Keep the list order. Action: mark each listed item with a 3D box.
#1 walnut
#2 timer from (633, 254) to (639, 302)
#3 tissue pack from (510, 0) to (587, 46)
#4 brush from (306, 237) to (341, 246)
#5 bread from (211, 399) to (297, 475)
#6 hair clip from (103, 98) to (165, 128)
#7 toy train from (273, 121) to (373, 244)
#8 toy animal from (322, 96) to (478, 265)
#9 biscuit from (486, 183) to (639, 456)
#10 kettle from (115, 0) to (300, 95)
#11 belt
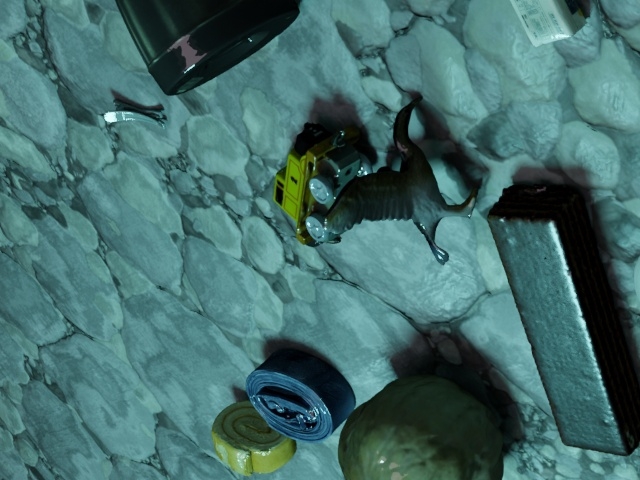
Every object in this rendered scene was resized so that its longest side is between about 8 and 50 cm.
[{"bbox_3d":[0.144,0.320,1.898,0.248,0.248,0.248,27,139,26],"label":"walnut"},{"bbox_3d":[0.487,0.090,1.447,0.237,0.087,0.262,-11,116,50],"label":"timer"},{"bbox_3d":[0.244,-0.258,1.410,0.062,0.042,0.083,-12,114,48],"label":"tissue pack"},{"bbox_3d":[0.000,0.000,1.929,0.083,0.008,0.024,1,121,45],"label":"brush"},{"bbox_3d":[-0.120,0.354,2.286,0.149,0.122,0.073,24,141,31],"label":"bread"},{"bbox_3d":[-0.290,-0.193,2.024,0.115,0.039,0.030,12,137,36],"label":"hair clip"},{"bbox_3d":[-0.002,-0.083,1.790,0.127,0.089,0.219,41,146,26],"label":"toy train"},{"bbox_3d":[0.124,-0.075,1.657,0.160,0.197,0.272,27,-174,2],"label":"toy animal"},{"bbox_3d":[0.318,0.105,1.648,0.107,0.073,0.388,4,125,42],"label":"biscuit"},{"bbox_3d":[-0.174,-0.353,1.660,0.207,0.251,0.271,-32,92,24],"label":"kettle"},{"bbox_3d":[-0.040,0.259,2.148,0.190,0.082,0.141,14,127,36],"label":"belt"}]
